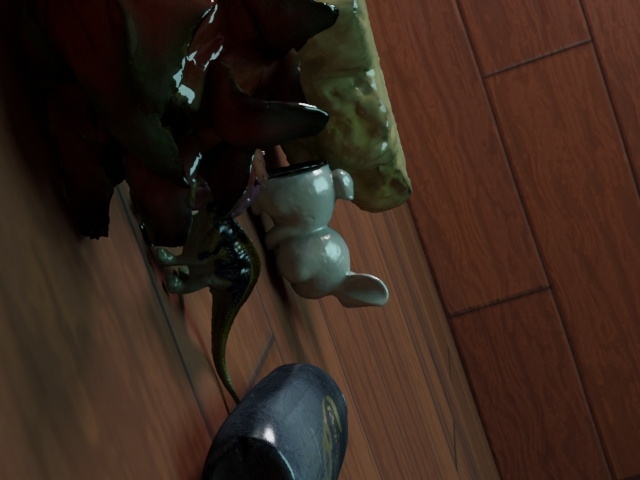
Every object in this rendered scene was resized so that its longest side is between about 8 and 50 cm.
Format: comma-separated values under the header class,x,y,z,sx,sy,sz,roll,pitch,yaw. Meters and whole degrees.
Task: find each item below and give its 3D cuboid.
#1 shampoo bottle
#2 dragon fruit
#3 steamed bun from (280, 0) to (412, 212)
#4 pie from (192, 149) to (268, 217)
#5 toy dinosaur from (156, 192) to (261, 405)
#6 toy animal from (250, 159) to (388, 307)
class,x,y,z,sx,sy,sz,roll,pitch,yaw
shampoo bottle,-0.018,0.116,0.685,0.233,0.049,0.087,-25,108,-82
dragon fruit,-0.066,-0.079,0.544,0.142,0.121,0.130,-120,-157,-50
steamed bun,-0.015,-0.161,1.061,0.292,0.137,0.296,-89,168,-79
pie,-0.087,-0.115,0.721,0.204,0.054,0.219,49,23,-72
toy dinosaur,-0.061,0.013,0.657,0.037,0.058,0.180,-76,172,-48
toy animal,-0.006,0.002,0.971,0.071,0.085,0.124,-171,-113,-79
